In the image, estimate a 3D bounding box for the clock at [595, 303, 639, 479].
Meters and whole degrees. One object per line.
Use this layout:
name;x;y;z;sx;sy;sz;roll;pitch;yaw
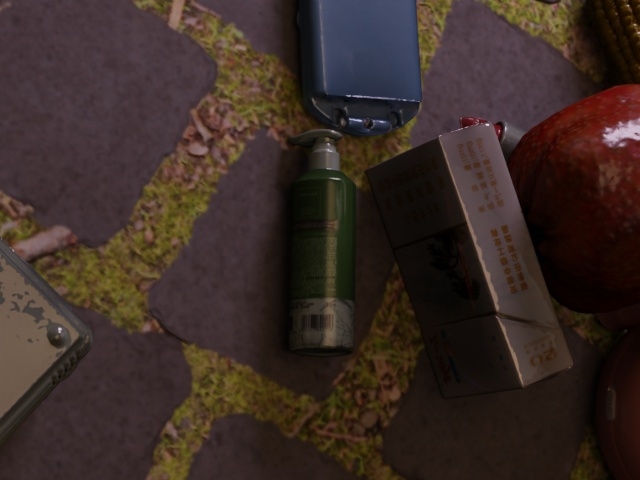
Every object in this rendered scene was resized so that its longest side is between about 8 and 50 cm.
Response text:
clock;0.380;0.169;1.818;0.227;0.142;0.241;10;79;-25

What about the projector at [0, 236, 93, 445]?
projector;-0.331;0.057;1.502;0.256;0.099;0.192;47;65;-11

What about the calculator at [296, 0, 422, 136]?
calculator;0.036;-0.201;1.771;0.121;0.039;0.210;2;79;-28

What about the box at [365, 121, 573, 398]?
box;0.133;0.023;1.714;0.067;0.149;0.233;-18;88;-24

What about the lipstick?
lipstick;0.211;-0.078;1.829;0.186;0.057;0.063;23;78;-15

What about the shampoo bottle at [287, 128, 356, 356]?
shampoo bottle;0.000;0.000;1.703;0.065;0.065;0.204;6;77;-26

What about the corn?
corn;0.339;-0.148;1.885;0.097;0.097;0.320;-15;89;-28

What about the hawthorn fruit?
hawthorn fruit;0.294;-0.047;1.721;0.253;0.205;0.205;-24;92;-16
